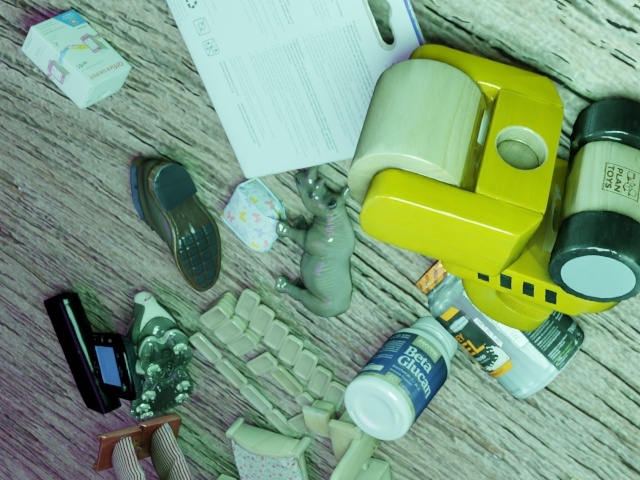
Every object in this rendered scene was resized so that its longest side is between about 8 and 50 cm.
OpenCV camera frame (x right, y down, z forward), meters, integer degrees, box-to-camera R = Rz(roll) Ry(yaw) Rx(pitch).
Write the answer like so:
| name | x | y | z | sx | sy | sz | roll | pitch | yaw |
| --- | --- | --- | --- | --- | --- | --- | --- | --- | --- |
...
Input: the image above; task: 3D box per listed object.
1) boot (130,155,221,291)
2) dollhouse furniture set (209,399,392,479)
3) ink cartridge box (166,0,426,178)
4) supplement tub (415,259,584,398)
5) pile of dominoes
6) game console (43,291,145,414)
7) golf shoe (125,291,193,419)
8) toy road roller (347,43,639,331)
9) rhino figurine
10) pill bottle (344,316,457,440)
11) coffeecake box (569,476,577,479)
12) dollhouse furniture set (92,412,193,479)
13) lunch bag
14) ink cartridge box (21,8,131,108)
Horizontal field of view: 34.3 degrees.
| name | x | y | z | sx | sy | sz | roll | pitch | yaw |
| --- | --- | --- | --- | --- | --- | --- | --- | --- | --- |
| boot | -0.214 | -0.030 | 1.537 | 0.106 | 0.082 | 0.219 | 28 | 140 | 49 |
| dollhouse furniture set | -0.083 | 0.384 | 1.612 | 0.355 | 0.174 | 0.303 | 9 | 126 | 29 |
| ink cartridge box | -0.018 | -0.250 | 1.227 | 0.330 | 0.071 | 0.324 | -9 | 113 | 37 |
| supplement tub | 0.211 | 0.087 | 1.245 | 0.190 | 0.117 | 0.117 | 45 | 135 | 4 |
| pile of dominoes | -0.073 | 0.183 | 1.599 | 0.251 | 0.040 | 0.196 | 46 | 136 | -10 |
| game console | -0.368 | 0.187 | 1.709 | 0.361 | 0.044 | 0.213 | -8 | 104 | 63 |
| golf shoe | -0.272 | 0.197 | 1.718 | 0.120 | 0.105 | 0.273 | 61 | 151 | 31 |
| toy road roller | 0.186 | -0.031 | 1.093 | 0.329 | 0.203 | 0.241 | 19 | 147 | -1 |
| rhino figurine | 0.000 | 0.000 | 1.378 | 0.106 | 0.073 | 0.243 | 23 | 129 | 28 |
| pill bottle | 0.110 | 0.172 | 1.340 | 0.094 | 0.169 | 0.094 | 19 | 129 | 25 |
| coffeecake box | 0.351 | 0.432 | 1.406 | 0.142 | 0.068 | 0.185 | 34 | 134 | 14 |
| dollhouse furniture set | -0.306 | 0.502 | 1.848 | 0.201 | 0.152 | 0.374 | 58 | 147 | 33 |
| lunch bag | -0.087 | -0.033 | 1.436 | 0.083 | 0.053 | 0.071 | 47 | 134 | 15 |
| ink cartridge box | -0.340 | -0.254 | 1.451 | 0.122 | 0.088 | 0.052 | 45 | 132 | 3 |
